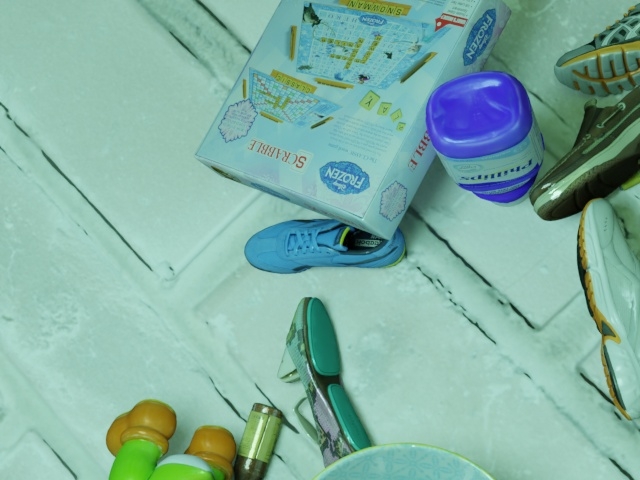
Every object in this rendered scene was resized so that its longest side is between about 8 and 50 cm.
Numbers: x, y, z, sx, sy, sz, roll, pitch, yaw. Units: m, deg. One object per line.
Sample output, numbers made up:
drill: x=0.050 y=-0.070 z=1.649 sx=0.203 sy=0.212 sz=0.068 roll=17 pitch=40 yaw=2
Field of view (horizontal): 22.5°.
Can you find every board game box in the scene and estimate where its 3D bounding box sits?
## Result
board game box: x=0.034 y=-0.189 z=1.978 sx=0.319 sy=0.066 sz=0.318 roll=23 pitch=81 yaw=44

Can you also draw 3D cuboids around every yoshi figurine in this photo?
yoshi figurine: x=-0.198 y=0.378 z=1.833 sx=0.204 sy=0.203 sz=0.362 roll=-9 pitch=43 yaw=13

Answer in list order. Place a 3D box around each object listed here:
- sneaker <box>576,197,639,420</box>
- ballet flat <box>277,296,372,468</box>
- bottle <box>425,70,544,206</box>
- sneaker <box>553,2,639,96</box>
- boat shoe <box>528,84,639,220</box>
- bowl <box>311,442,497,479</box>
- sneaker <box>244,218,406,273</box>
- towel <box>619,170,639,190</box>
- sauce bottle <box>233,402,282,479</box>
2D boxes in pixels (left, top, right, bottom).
sneaker: x=0.375 y=0.072 z=1.876 sx=0.121 sy=0.099 sz=0.262 roll=-13 pitch=79 yaw=2
ballet flat: x=-0.006 y=0.179 z=1.952 sx=0.079 sy=0.077 sz=0.221 roll=-29 pitch=69 yaw=26
bottle: x=0.199 y=-0.107 z=1.860 sx=0.118 sy=0.283 sz=0.092 roll=-12 pitch=73 yaw=10
sneaker: x=0.387 y=-0.245 z=1.966 sx=0.215 sy=0.084 sz=0.083 roll=-19 pitch=58 yaw=5
boat shoe: x=0.344 y=-0.123 z=1.922 sx=0.257 sy=0.095 sz=0.095 roll=-33 pitch=66 yaw=-11
bowl: x=0.096 y=0.386 z=1.808 sx=0.290 sy=0.156 sz=0.289 roll=-2 pitch=68 yaw=5
sneaker: x=0.000 y=0.000 z=1.991 sx=0.209 sy=0.082 sz=0.069 roll=-2 pitch=76 yaw=15
towel: x=0.387 y=-0.102 z=1.956 sx=0.083 sy=0.009 sz=0.060 roll=-29 pitch=69 yaw=5
sauce bottle: x=-0.083 y=0.263 z=1.958 sx=0.042 sy=0.042 sz=0.128 roll=16 pitch=79 yaw=18
